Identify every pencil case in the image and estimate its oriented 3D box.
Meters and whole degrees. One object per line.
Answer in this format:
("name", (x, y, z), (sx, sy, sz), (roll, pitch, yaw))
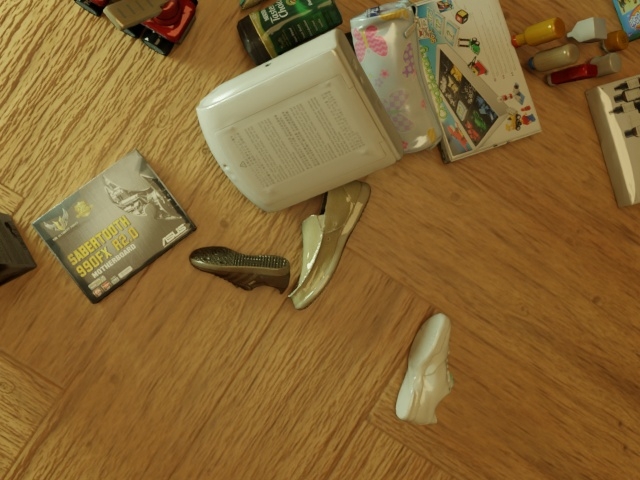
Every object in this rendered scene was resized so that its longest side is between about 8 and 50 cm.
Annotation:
("pencil case", (0.140, -0.294, 1.548), (0.124, 0.113, 0.273), (-8, 111, 17))

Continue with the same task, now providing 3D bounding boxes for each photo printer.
("photo printer", (-0.045, -0.193, 1.490), (0.307, 0.107, 0.256), (-22, 118, 22))

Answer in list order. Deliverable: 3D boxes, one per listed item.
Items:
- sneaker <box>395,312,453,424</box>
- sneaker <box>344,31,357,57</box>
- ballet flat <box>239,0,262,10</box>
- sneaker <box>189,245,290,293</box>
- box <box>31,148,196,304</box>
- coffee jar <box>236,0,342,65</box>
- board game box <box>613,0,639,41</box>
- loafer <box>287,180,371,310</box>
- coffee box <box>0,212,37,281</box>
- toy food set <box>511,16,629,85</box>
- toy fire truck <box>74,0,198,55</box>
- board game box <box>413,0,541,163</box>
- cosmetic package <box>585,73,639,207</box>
("sneaker", (0.216, 0.243, 1.610), (0.094, 0.080, 0.212), (18, 94, -18))
("sneaker", (0.003, -0.317, 1.574), (0.267, 0.106, 0.101), (-27, 90, -8))
("ballet flat", (-0.077, -0.507, 1.589), (0.067, 0.073, 0.206), (29, 89, -20))
("sneaker", (-0.149, 0.062, 1.567), (0.188, 0.066, 0.071), (8, 122, 8))
("box", (-0.369, -0.025, 1.547), (0.231, 0.056, 0.183), (-36, 94, -6))
("coffee jar", (-0.059, -0.397, 1.560), (0.184, 0.079, 0.096), (-28, 55, 5))
("board game box", (0.602, -0.498, 1.621), (0.047, 0.160, 0.210), (-20, 92, -7))
("loafer", (0.000, 0.000, 1.574), (0.092, 0.102, 0.268), (27, 76, -4))
("coffee box", (-0.594, 0.034, 1.398), (0.168, 0.297, 0.119), (-29, 92, -6))
("toy food set", (0.480, -0.359, 1.639), (0.232, 0.104, 0.111), (-7, 91, -37))
("toy fire truck", (-0.334, -0.421, 1.464), (0.217, 0.246, 0.158), (31, 85, -5))
("board game box", (0.281, -0.320, 1.632), (0.193, 0.053, 0.305), (-19, 91, -8))
("cosmetic package", (0.601, -0.193, 1.663), (0.099, 0.060, 0.239), (-17, 91, -6))
